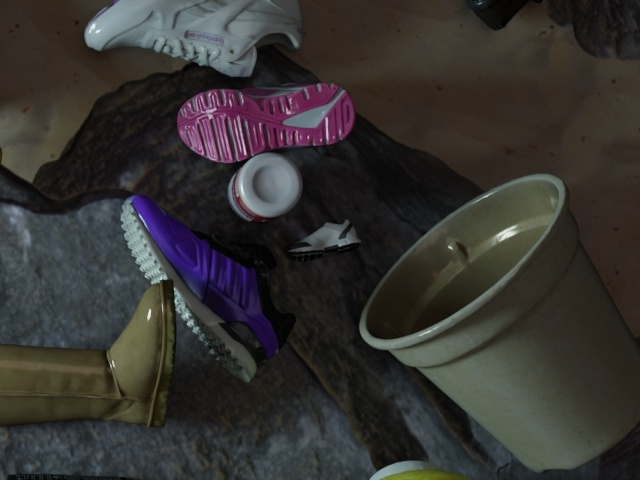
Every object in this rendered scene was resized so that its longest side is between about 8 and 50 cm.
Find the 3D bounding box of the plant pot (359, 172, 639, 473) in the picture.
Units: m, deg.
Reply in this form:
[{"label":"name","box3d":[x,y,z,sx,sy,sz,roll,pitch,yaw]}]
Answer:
[{"label":"plant pot","box3d":[0.274,0.132,1.800,0.334,0.334,0.305,-43,106,-12]}]

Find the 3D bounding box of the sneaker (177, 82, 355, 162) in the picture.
[{"label":"sneaker","box3d":[-0.070,-0.164,1.843,0.252,0.111,0.103,-2,97,10]}]

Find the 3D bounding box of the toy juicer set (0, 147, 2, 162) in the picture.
[{"label":"toy juicer set","box3d":[-0.515,-0.105,1.683,0.209,0.329,0.089,-5,69,-32]}]

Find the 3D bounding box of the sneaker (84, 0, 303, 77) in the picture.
[{"label":"sneaker","box3d":[-0.165,-0.287,1.821,0.305,0.114,0.152,-15,87,-12]}]

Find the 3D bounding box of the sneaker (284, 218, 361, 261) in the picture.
[{"label":"sneaker","box3d":[0.000,0.000,1.876,0.109,0.040,0.044,-12,72,-16]}]

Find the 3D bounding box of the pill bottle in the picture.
[{"label":"pill bottle","box3d":[-0.078,-0.067,1.803,0.086,0.152,0.086,1,86,-12]}]

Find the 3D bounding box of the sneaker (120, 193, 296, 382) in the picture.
[{"label":"sneaker","box3d":[-0.143,0.037,1.816,0.146,0.102,0.293,-40,98,-18]}]

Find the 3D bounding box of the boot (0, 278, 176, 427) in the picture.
[{"label":"boot","box3d":[-0.326,0.152,1.728,0.269,0.089,0.236,4,117,-12]}]

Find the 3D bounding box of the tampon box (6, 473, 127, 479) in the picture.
[{"label":"tampon box","box3d":[-0.332,0.369,1.742,0.161,0.101,0.120,4,85,-12]}]

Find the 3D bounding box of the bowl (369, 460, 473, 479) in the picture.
[{"label":"bowl","box3d":[0.126,0.390,1.790,0.289,0.289,0.156,1,44,-11]}]

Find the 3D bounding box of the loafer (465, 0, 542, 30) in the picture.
[{"label":"loafer","box3d":[0.302,-0.386,1.955,0.220,0.080,0.078,-39,126,-13]}]
